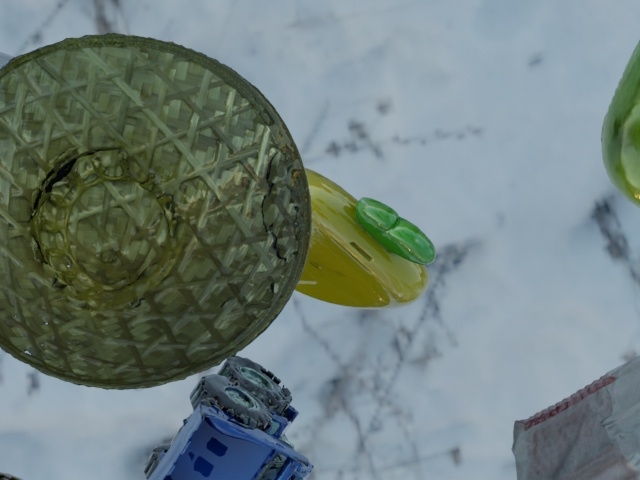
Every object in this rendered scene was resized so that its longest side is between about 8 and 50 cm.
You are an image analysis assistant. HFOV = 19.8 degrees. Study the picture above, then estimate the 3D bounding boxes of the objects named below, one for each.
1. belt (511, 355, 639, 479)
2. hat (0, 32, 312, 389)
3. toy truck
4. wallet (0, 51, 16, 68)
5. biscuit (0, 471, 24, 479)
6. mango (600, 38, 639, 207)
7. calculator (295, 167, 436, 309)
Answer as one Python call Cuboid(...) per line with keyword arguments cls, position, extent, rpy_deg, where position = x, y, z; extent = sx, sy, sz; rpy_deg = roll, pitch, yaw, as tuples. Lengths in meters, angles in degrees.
Cuboid(cls="belt", position=(0.203, 0.159, 1.005), extent=(0.124, 0.201, 0.128), rpy_deg=(-35, 175, 33))
Cuboid(cls="hat", position=(-0.080, -0.002, 0.716), extent=(0.146, 0.146, 0.067), rpy_deg=(-2, 159, -12))
Cuboid(cls="toy truck", position=(-0.076, 0.191, 1.594), extent=(0.126, 0.208, 0.113), rpy_deg=(35, 104, 6))
Cuboid(cls="wallet", position=(-0.343, -0.150, 1.386), extent=(0.318, 0.172, 0.045), rpy_deg=(18, 100, -10))
Cuboid(cls="biscuit", position=(-0.261, 0.158, 0.834), extent=(0.340, 0.047, 0.216), rpy_deg=(4, 96, -40))
Cuboid(cls="mango", position=(0.295, -0.103, 1.500), extent=(0.119, 0.100, 0.178), rpy_deg=(0, 110, -11))
Cuboid(cls="calculator", position=(0.000, 0.000, 1.310), extent=(0.146, 0.032, 0.235), rpy_deg=(41, 161, -20))
